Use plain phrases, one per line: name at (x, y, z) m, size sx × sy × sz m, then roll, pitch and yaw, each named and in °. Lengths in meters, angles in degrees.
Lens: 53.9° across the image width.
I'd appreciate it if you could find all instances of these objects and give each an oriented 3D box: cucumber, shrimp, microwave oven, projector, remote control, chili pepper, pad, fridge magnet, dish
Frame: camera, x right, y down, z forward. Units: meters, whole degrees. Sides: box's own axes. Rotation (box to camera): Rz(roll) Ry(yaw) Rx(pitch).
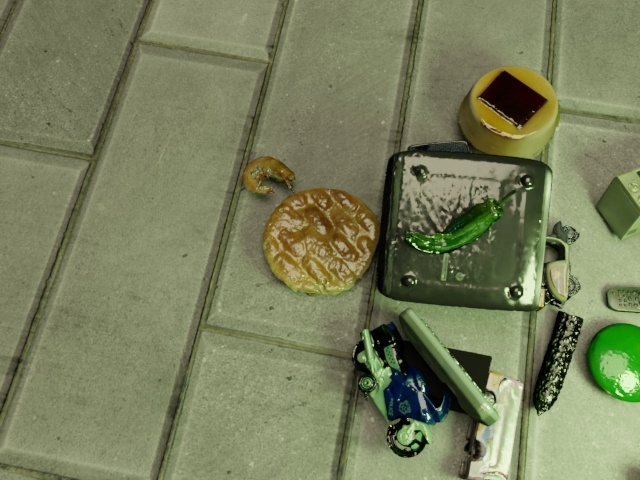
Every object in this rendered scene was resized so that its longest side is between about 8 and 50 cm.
cucumber at (0.618, 0.323, 1.656) m, size 0.072 × 0.072 × 0.300 m, roll 24°, pitch 73°, yaw 8°
shrimp at (-0.150, -0.180, 1.840) m, size 0.188 × 0.051 × 0.132 m, roll 25°, pitch 74°, yaw 33°
microwave oven at (0.935, -0.126, 1.769) m, size 0.241 × 0.194 × 0.145 m, roll -20°, pitch 66°, yaw -8°
projector at (0.360, -0.026, 1.642) m, size 0.406 × 0.242 × 0.394 m, roll 5°, pitch 92°, yaw 1°
remote control at (0.309, 0.311, 1.557) m, size 0.066 × 0.128 × 0.335 m, roll -39°, pitch 55°, yaw 1°
remote control at (0.901, 0.169, 1.731) m, size 0.222 × 0.042 × 0.072 m, roll 4°, pitch 67°, yaw 3°
chili pepper at (0.338, -0.042, 1.475) m, size 0.279 × 0.122 × 0.065 m, roll -29°, pitch 57°, yaw 18°
pad at (0.299, 0.350, 1.625) m, size 0.265 × 0.009 × 0.159 m, roll 7°, pitch 68°, yaw 27°
fridge magnet at (0.802, 0.319, 1.648) m, size 0.208 × 0.088 × 0.207 m, roll 0°, pitch 70°, yaw -1°
dish at (0.352, -0.162, 1.833) m, size 0.182 × 0.080 × 0.243 m, roll -5°, pitch 72°, yaw 0°

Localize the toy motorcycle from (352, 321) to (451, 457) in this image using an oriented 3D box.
toy motorcycle at (0.206, 0.364, 1.584) m, size 0.196 × 0.125 × 0.331 m, roll -28°, pitch 64°, yaw 8°

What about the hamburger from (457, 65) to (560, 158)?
hamburger at (0.561, -0.370, 1.871) m, size 0.302 × 0.170 × 0.301 m, roll -1°, pitch 69°, yaw 4°

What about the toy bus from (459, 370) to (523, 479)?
toy bus at (0.430, 0.474, 1.587) m, size 0.113 × 0.090 × 0.273 m, roll 17°, pitch 71°, yaw 1°

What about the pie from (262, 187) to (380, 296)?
pie at (0.000, 0.000, 1.773) m, size 0.340 × 0.083 × 0.339 m, roll 0°, pitch 72°, yaw 0°

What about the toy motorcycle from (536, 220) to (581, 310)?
toy motorcycle at (0.635, 0.065, 1.745) m, size 0.157 × 0.091 × 0.262 m, roll 6°, pitch 71°, yaw 7°
